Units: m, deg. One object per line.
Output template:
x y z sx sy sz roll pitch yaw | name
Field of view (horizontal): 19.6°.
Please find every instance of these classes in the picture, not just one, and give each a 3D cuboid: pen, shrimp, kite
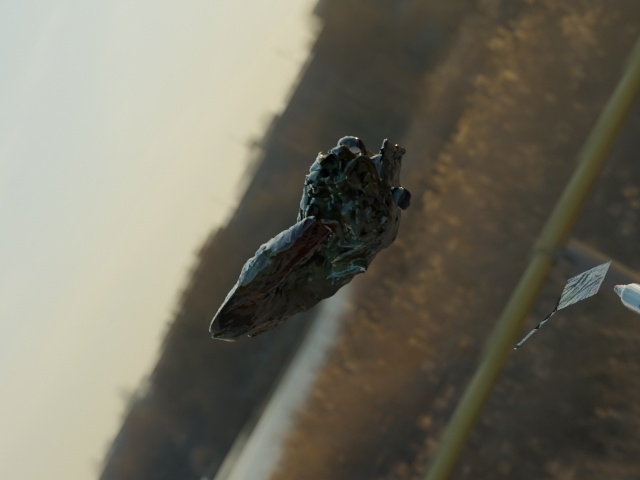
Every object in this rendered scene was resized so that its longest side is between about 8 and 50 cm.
0.285 0.060 1.506 0.026 0.026 0.218 -61 17 1 | pen
0.000 0.000 0.775 0.101 0.042 0.190 -37 -9 -19 | shrimp
0.153 0.039 1.148 0.078 0.002 0.044 -49 18 -28 | kite
